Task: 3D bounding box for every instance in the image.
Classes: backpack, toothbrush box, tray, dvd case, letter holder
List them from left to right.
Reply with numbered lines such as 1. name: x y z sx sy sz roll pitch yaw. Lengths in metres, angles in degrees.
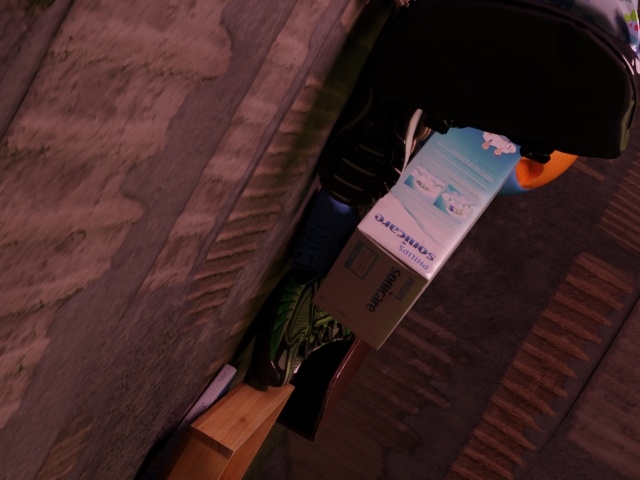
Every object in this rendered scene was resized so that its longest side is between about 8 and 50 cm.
1. dvd case: -0.205 0.305 1.897 0.253 0.022 0.180 -53 172 -46
2. tray: -0.153 0.314 1.917 0.203 0.076 0.411 -60 175 9
3. letter holder: 0.011 0.151 2.323 0.302 0.152 0.214 -55 171 -34
4. toothbrush box: 0.139 -0.020 1.919 0.295 0.126 0.216 -51 175 -34
5. backpack: 0.234 -0.278 1.537 0.355 0.290 0.273 -63 169 -64

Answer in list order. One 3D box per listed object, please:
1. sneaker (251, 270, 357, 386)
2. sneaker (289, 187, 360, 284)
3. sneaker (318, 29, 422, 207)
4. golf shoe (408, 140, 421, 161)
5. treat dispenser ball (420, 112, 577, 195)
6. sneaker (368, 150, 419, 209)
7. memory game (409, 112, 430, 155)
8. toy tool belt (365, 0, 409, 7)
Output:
1. sneaker: 0.006 0.108 2.079 0.343 0.146 0.134 -52 171 -46
2. sneaker: 0.000 0.000 1.887 0.082 0.069 0.209 -52 171 -27
3. sneaker: 0.085 -0.157 1.695 0.272 0.100 0.108 -63 178 28
4. golf shoe: 0.111 -0.164 1.920 0.069 0.086 0.176 -56 172 -13
5. treat dispenser ball: 0.283 -0.214 2.118 0.288 0.288 0.288 -58 174 -10
6. sneaker: 0.182 -0.171 2.400 0.297 0.129 0.111 -44 -144 6
7. memory game: 0.118 -0.188 1.753 0.186 0.012 0.186 -45 -145 44
8. toy tool belt: 0.082 -0.262 1.373 0.083 0.051 0.052 -52 170 -47
